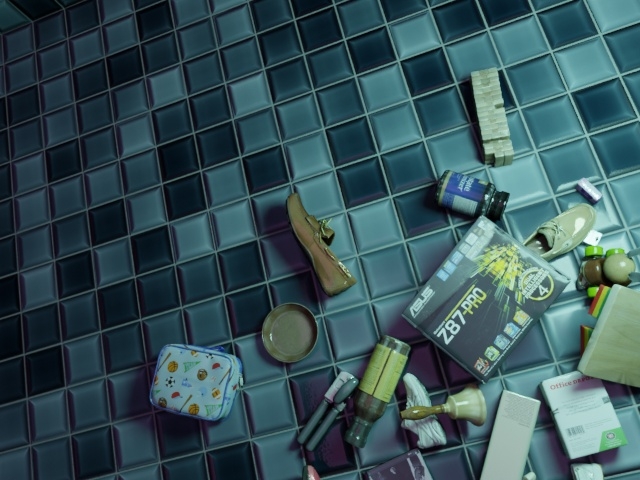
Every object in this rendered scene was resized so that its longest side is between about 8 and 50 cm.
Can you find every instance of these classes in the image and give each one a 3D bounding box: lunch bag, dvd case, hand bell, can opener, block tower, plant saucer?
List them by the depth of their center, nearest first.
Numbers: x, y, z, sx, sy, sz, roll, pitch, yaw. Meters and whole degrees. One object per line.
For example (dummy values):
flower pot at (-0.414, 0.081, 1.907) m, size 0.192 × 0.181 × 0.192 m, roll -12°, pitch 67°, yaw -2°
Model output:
hand bell at (0.344, 0.494, 1.663) m, size 0.242 × 0.126 × 0.126 m, roll -4°, pitch 73°, yaw -15°
dvd case at (0.267, 0.771, 1.711) m, size 0.179 × 0.029 × 0.239 m, roll -27°, pitch 71°, yaw 6°
can opener at (0.021, 0.539, 1.809) m, size 0.074 × 0.093 × 0.280 m, roll 35°, pitch 91°, yaw 19°
block tower at (0.572, -0.418, 1.917) m, size 0.090 × 0.097 × 0.336 m, roll -9°, pitch 72°, yaw 11°
lunch bag at (-0.412, 0.471, 1.924) m, size 0.303 × 0.115 × 0.243 m, roll 7°, pitch 75°, yaw 17°
plant saucer at (-0.099, 0.311, 1.925) m, size 0.198 × 0.036 × 0.199 m, roll -4°, pitch 74°, yaw 13°

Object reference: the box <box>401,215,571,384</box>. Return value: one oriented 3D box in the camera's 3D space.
box at (0.487, 0.174, 1.705) m, size 0.318 × 0.097 × 0.395 m, roll 41°, pitch 95°, yaw 20°

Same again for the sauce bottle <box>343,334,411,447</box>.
sauce bottle at (0.169, 0.467, 1.774) m, size 0.111 × 0.111 × 0.344 m, roll 23°, pitch 82°, yaw 19°

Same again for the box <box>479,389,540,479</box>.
box at (0.548, 0.582, 1.655) m, size 0.113 × 0.094 × 0.275 m, roll 16°, pitch 80°, yaw 18°

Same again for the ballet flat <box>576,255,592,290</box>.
ballet flat at (0.813, 0.097, 1.745) m, size 0.041 × 0.041 × 0.114 m, roll 15°, pitch 79°, yaw 18°

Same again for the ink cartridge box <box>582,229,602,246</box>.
ink cartridge box at (0.825, -0.015, 1.777) m, size 0.083 × 0.028 × 0.048 m, roll 28°, pitch 85°, yaw 20°

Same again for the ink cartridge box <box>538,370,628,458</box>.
ink cartridge box at (0.743, 0.489, 1.629) m, size 0.160 × 0.092 × 0.220 m, roll -18°, pitch 71°, yaw 8°

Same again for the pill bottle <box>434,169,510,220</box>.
pill bottle at (0.490, -0.142, 1.848) m, size 0.219 × 0.123 × 0.123 m, roll 20°, pitch 81°, yaw 18°

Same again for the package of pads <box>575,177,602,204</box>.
package of pads at (0.846, -0.155, 1.798) m, size 0.032 × 0.050 × 0.083 m, roll -40°, pitch 69°, yaw 2°

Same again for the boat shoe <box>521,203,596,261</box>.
boat shoe at (0.710, -0.008, 1.748) m, size 0.302 × 0.098 × 0.109 m, roll -38°, pitch 61°, yaw 11°

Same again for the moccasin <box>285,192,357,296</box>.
moccasin at (-0.001, -0.001, 1.928) m, size 0.147 × 0.139 × 0.380 m, roll -30°, pitch 71°, yaw 4°

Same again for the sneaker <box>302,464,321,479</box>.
sneaker at (0.050, 0.815, 1.728) m, size 0.136 × 0.116 × 0.314 m, roll -27°, pitch 77°, yaw -5°

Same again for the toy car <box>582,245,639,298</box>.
toy car at (0.868, 0.082, 1.640) m, size 0.148 × 0.188 × 0.155 m, roll 6°, pitch 75°, yaw -12°

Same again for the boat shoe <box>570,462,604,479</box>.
boat shoe at (0.711, 0.725, 1.525) m, size 0.096 × 0.098 × 0.277 m, roll 0°, pitch 35°, yaw 19°

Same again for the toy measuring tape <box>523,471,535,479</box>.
toy measuring tape at (0.680, 0.787, 1.551) m, size 0.121 × 0.121 × 0.330 m, roll -28°, pitch 70°, yaw 6°

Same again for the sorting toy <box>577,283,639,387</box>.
sorting toy at (0.834, 0.259, 1.588) m, size 0.257 × 0.089 × 0.256 m, roll 16°, pitch 99°, yaw -24°

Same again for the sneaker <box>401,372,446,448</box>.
sneaker at (0.289, 0.525, 1.742) m, size 0.115 × 0.090 × 0.232 m, roll -25°, pitch 70°, yaw 10°
